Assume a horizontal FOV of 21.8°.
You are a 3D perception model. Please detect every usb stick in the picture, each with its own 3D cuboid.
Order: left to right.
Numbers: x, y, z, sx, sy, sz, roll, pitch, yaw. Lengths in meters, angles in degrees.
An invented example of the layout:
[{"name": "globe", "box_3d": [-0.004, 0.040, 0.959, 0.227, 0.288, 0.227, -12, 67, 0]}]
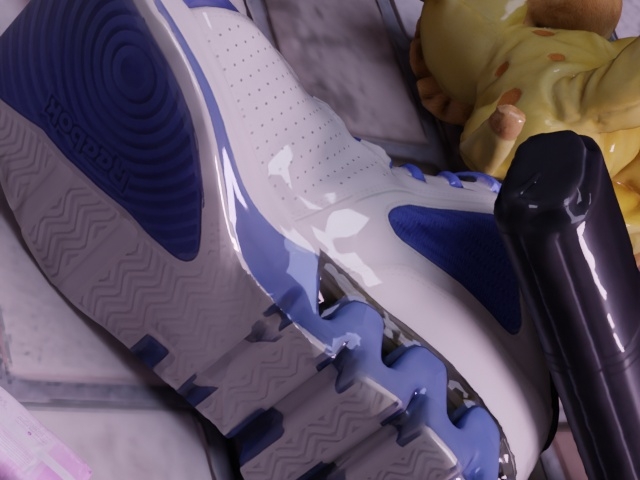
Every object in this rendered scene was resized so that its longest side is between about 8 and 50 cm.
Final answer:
[{"name": "usb stick", "box_3d": [0.135, 0.078, 0.728, 0.077, 0.045, 0.278, -72, 145, -53]}]

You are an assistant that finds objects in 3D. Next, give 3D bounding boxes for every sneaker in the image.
[{"name": "sneaker", "box_3d": [0.001, 0.001, 0.735, 0.315, 0.127, 0.182, 54, 36, -1]}]

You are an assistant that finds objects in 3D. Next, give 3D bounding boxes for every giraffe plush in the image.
[{"name": "giraffe plush", "box_3d": [0.124, -0.089, 0.902, 0.210, 0.181, 0.170, -16, 53, -10]}]

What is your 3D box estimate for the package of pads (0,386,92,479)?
[{"name": "package of pads", "box_3d": [-0.128, 0.075, 0.602, 0.083, 0.050, 0.032, 43, 40, -4]}]
